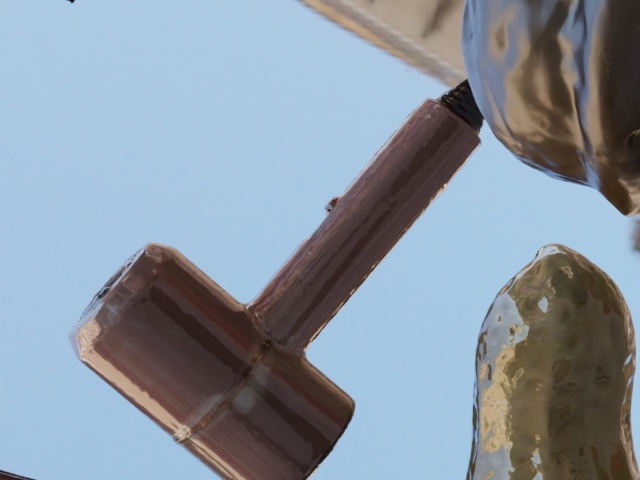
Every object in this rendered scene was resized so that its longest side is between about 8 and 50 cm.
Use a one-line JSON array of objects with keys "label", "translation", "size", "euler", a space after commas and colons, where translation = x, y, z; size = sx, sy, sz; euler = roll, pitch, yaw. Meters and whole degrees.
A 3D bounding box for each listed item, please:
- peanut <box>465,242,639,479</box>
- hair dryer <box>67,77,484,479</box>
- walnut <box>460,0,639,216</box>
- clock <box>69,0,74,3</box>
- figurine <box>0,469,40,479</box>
[{"label": "peanut", "translation": [0.138, 0.118, 1.144], "size": [0.120, 0.110, 0.236], "euler": [-40, -45, -63]}, {"label": "hair dryer", "translation": [0.000, 0.000, 1.367], "size": [0.189, 0.107, 0.344], "euler": [41, -93, -7]}, {"label": "walnut", "translation": [0.175, -0.121, 0.990], "size": [0.224, 0.224, 0.224], "euler": [-12, -68, -32]}, {"label": "clock", "translation": [-0.230, -0.264, 1.450], "size": [0.193, 0.073, 0.145], "euler": [8, -46, -38]}, {"label": "figurine", "translation": [-0.273, 0.273, 1.606], "size": [0.098, 0.082, 0.154], "euler": [91, -162, -51]}]
